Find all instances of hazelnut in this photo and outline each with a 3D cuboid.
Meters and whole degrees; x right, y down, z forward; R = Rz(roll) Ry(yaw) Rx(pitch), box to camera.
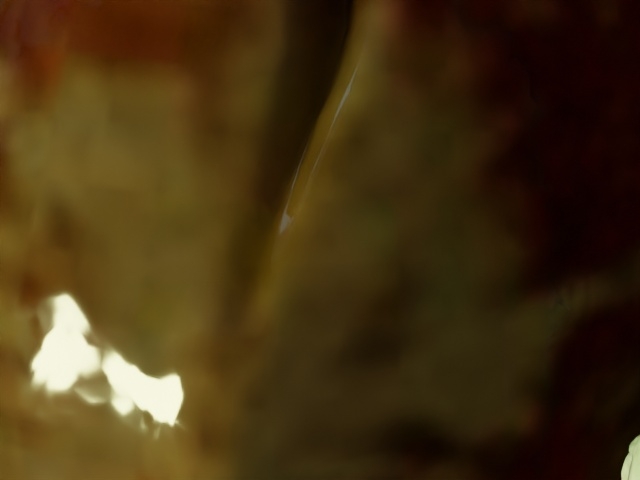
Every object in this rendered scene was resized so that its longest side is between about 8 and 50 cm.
[{"bbox_3d":[0.000,0.000,0.765,0.402,0.402,0.429,-46,-21,-78],"label":"hazelnut"}]

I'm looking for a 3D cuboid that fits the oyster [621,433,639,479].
[{"bbox_3d":[0.210,0.007,0.630,0.198,0.112,0.267,-36,5,43],"label":"oyster"}]
